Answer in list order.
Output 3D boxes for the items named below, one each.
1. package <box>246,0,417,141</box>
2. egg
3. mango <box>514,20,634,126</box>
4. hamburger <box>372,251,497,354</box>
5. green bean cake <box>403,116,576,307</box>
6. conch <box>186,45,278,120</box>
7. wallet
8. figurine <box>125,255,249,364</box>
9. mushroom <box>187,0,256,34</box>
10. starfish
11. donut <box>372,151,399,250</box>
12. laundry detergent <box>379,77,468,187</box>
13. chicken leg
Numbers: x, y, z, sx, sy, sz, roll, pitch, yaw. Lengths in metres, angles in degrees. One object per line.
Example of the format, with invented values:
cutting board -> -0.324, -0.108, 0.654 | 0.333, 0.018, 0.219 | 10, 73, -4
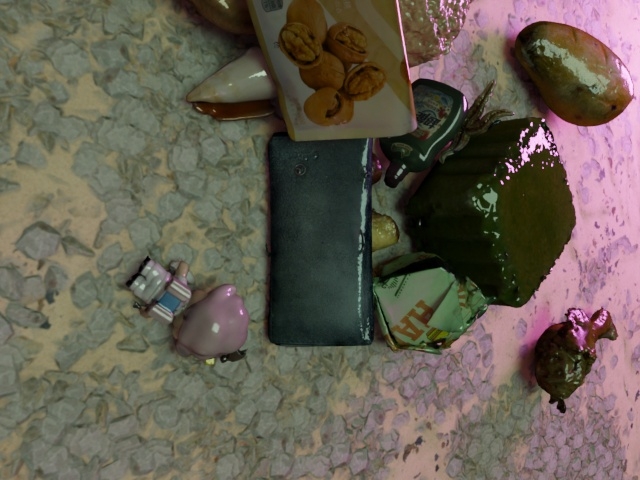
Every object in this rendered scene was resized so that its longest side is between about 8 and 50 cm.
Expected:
package -> 0.034, -0.326, 0.759 | 0.165, 0.222, 0.311 | -59, 140, -42
egg -> 0.132, -0.458, 0.876 | 0.279, 0.279, 0.310 | -29, 114, -27
mango -> 0.603, -0.405, 1.226 | 0.330, 0.175, 0.176 | 37, 42, -7
hamburger -> 0.218, 0.121, 1.002 | 0.235, 0.125, 0.214 | -22, 111, 10
green bean cake -> 0.366, -0.056, 1.077 | 0.319, 0.218, 0.334 | -40, 118, -31
conch -> -0.124, -0.246, 0.829 | 0.176, 0.104, 0.094 | -40, 83, -19
wallet -> 0.000, 0.000, 0.886 | 0.191, 0.046, 0.378 | 0, 95, 9
figurine -> -0.195, 0.114, 0.800 | 0.229, 0.112, 0.137 | 40, 78, -16
mushroom -> -0.119, -0.461, 0.785 | 0.279, 0.146, 0.277 | -3, 97, -24
starfish -> 0.276, -0.242, 1.034 | 0.208, 0.175, 0.053 | -35, 138, 12
donut -> 0.069, -0.060, 0.958 | 0.141, 0.085, 0.217 | -31, 110, -26
laundry detergent -> 0.181, -0.205, 0.996 | 0.221, 0.144, 0.078 | -55, 151, -3
chicken leg -> 0.656, 0.255, 1.307 | 0.361, 0.140, 0.211 | -36, 131, -35
